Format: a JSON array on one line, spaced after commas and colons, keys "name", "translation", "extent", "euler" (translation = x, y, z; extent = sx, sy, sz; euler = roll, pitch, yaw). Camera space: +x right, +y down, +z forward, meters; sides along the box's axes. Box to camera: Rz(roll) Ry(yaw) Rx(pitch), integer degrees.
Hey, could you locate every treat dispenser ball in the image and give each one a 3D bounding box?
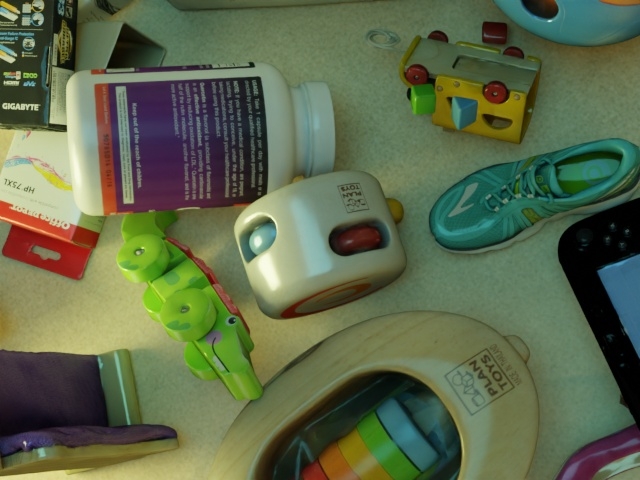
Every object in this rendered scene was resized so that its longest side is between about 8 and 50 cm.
[{"name": "treat dispenser ball", "translation": [0.317, -0.372, 1.419], "extent": [0.288, 0.288, 0.288], "euler": [-2, 81, 13]}]

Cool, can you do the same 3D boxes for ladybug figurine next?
[{"name": "ladybug figurine", "translation": [0.069, 0.264, 1.445], "extent": [0.449, 0.162, 0.305], "euler": [-35, 75, 6]}]

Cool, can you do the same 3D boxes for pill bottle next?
[{"name": "pill bottle", "translation": [-0.150, -0.129, 1.517], "extent": [0.323, 0.181, 0.181], "euler": [-4, 80, -9]}]

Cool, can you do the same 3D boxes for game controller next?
[{"name": "game controller", "translation": [0.403, 0.095, 1.407], "extent": [0.166, 0.067, 0.319], "euler": [-26, 61, 10]}]

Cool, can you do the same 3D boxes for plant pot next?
[{"name": "plant pot", "translation": [-0.292, -0.238, 1.637], "extent": [0.096, 0.109, 0.109], "euler": [19, 87, 27]}]

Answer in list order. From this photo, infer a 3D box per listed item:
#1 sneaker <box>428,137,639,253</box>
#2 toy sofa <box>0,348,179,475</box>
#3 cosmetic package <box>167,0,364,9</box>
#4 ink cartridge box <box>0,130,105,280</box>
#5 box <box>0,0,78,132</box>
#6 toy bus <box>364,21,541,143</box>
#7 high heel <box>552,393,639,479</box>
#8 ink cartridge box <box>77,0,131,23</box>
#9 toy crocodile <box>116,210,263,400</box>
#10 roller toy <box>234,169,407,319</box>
[{"name": "sneaker", "translation": [0.258, -0.066, 1.477], "extent": [0.275, 0.110, 0.107], "euler": [-21, 78, 10]}, {"name": "toy sofa", "translation": [-0.323, 0.199, 1.443], "extent": [0.177, 0.362, 0.150], "euler": [-17, 78, 17]}, {"name": "cosmetic package", "translation": [-0.039, -0.496, 1.497], "extent": [0.393, 0.327, 0.329], "euler": [-1, 82, 12]}, {"name": "ink cartridge box", "translation": [-0.355, -0.075, 1.635], "extent": [0.134, 0.078, 0.231], "euler": [17, 86, 14]}, {"name": "box", "translation": [-0.465, -0.296, 1.598], "extent": [0.295, 0.073, 0.293], "euler": [3, 90, 17]}, {"name": "toy bus", "translation": [0.175, -0.187, 1.518], "extent": [0.191, 0.104, 0.202], "euler": [-15, 43, -18]}, {"name": "high heel", "translation": [0.357, 0.275, 1.421], "extent": [0.117, 0.082, 0.244], "euler": [38, 79, 24]}, {"name": "ink cartridge box", "translation": [-0.332, -0.378, 1.659], "extent": [0.203, 0.086, 0.148], "euler": [-37, 81, 0]}, {"name": "toy crocodile", "translation": [-0.161, 0.072, 1.514], "extent": [0.105, 0.115, 0.340], "euler": [-34, 45, -10]}, {"name": "roller toy", "translation": [0.000, 0.000, 1.484], "extent": [0.209, 0.191, 0.146], "euler": [-21, 78, 9]}]
